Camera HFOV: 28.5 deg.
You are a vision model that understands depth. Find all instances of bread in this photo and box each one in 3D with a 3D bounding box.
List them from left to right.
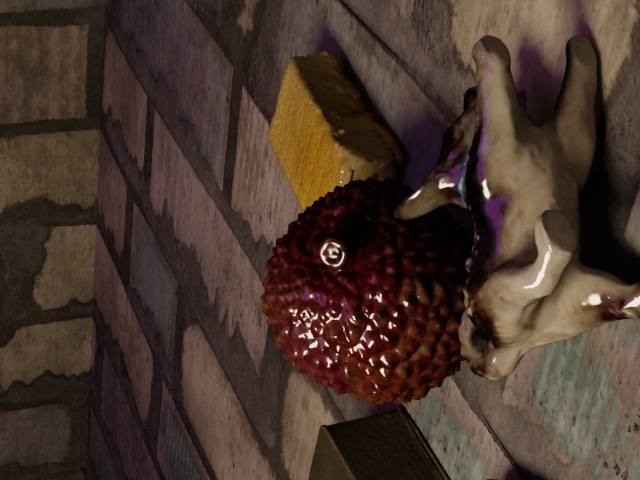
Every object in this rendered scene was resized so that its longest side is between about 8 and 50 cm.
[{"bbox_3d":[0.019,-0.144,1.958,0.275,0.114,0.185,61,145,40],"label":"bread"}]

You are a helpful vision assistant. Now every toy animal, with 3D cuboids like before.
[{"bbox_3d":[0.211,-0.027,1.430,0.303,0.194,0.344,129,136,-52],"label":"toy animal"}]

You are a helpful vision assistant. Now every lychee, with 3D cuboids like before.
[{"bbox_3d":[0.073,0.072,1.646,0.306,0.306,0.330,63,-176,39],"label":"lychee"}]

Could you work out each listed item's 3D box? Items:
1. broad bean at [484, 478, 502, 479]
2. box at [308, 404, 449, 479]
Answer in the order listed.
[{"bbox_3d":[0.242,0.392,1.565,0.228,0.122,0.156,48,141,49],"label":"broad bean"},{"bbox_3d":[0.100,0.406,1.881,0.273,0.143,0.184,-123,34,-44],"label":"box"}]
